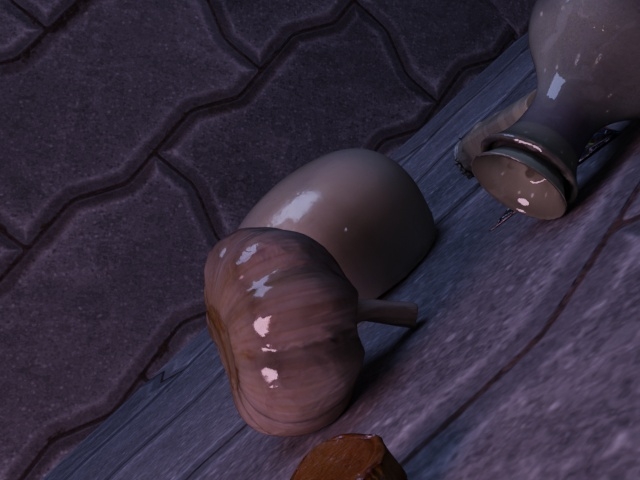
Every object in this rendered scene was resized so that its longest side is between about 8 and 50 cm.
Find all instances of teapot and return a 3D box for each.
[{"bbox_3d":[0.285,-0.162,1.204,0.107,0.077,0.200,-39,4,-28],"label":"teapot"},{"bbox_3d":[0.263,-0.148,0.831,0.251,0.183,0.183,-55,9,-15],"label":"teapot"}]

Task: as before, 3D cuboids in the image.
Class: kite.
[{"bbox_3d":[0.284,-0.092,0.987,0.232,0.009,0.189,-44,6,-30],"label":"kite"}]

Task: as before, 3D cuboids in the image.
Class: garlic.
[{"bbox_3d":[-0.002,0.078,0.819,0.212,0.218,0.218,-12,-5,-19],"label":"garlic"}]

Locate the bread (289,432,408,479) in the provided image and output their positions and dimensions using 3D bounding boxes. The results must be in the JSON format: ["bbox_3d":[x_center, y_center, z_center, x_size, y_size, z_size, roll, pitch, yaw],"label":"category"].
[{"bbox_3d":[0.018,0.167,0.522,0.085,0.053,0.085,-29,14,8],"label":"bread"}]

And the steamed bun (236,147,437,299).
[{"bbox_3d":[0.000,0.000,1.185,0.324,0.206,0.324,-39,5,4],"label":"steamed bun"}]
